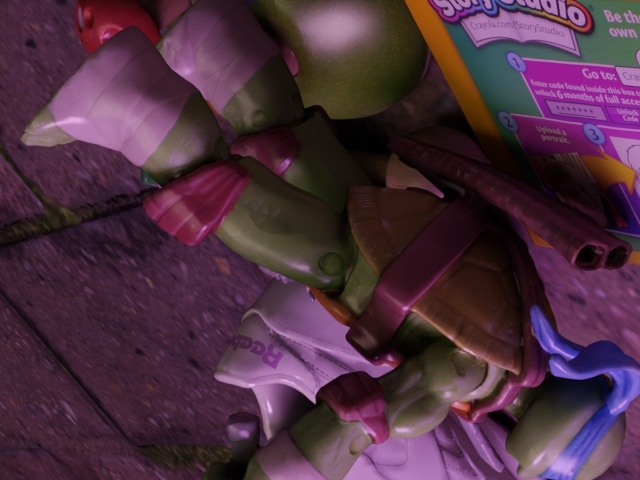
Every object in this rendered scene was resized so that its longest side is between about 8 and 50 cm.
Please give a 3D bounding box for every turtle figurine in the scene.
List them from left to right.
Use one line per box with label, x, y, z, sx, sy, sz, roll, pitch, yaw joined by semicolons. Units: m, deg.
turtle figurine;-0.014;0.038;0.814;0.266;0.198;0.274;48;155;3

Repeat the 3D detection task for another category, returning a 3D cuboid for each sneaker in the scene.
sneaker;0.039;0.138;1.129;0.114;0.152;0.305;4;135;53

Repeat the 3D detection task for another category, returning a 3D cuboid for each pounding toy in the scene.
pounding toy;-0.036;-0.090;0.936;0.183;0.110;0.237;10;138;52

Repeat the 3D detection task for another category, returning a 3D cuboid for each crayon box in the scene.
crayon box;0.164;-0.065;0.693;0.278;0.081;0.165;13;141;51

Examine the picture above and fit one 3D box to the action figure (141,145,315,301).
action figure;0.000;0.000;1.006;0.232;0.063;0.137;28;178;20
